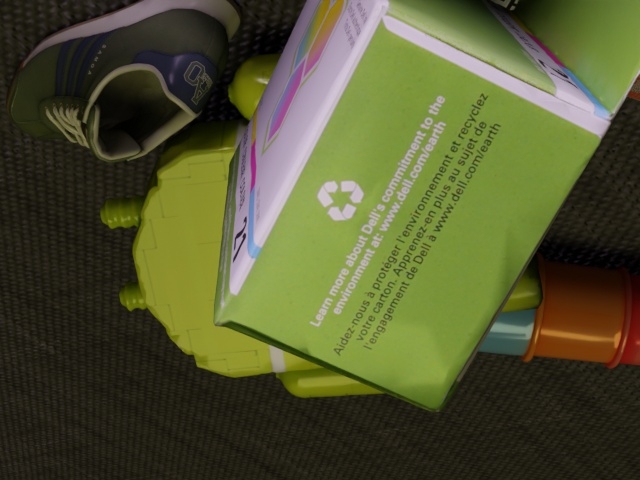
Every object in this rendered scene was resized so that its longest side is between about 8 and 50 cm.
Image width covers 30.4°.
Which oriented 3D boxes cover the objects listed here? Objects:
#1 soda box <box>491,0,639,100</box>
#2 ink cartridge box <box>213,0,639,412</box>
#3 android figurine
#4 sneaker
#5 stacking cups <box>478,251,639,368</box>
[{"bbox_3d":[0.115,-0.131,0.603,0.183,0.058,0.063,16,146,-11],"label":"soda box"},{"bbox_3d":[0.055,-0.092,0.471,0.097,0.189,0.255,23,109,-11],"label":"ink cartridge box"},{"bbox_3d":[0.000,0.000,0.741,0.272,0.056,0.248,-7,120,5],"label":"android figurine"},{"bbox_3d":[-0.132,-0.084,0.711,0.192,0.086,0.064,-18,138,36],"label":"sneaker"},{"bbox_3d":[0.118,0.050,0.841,0.316,0.096,0.096,9,147,2],"label":"stacking cups"}]
